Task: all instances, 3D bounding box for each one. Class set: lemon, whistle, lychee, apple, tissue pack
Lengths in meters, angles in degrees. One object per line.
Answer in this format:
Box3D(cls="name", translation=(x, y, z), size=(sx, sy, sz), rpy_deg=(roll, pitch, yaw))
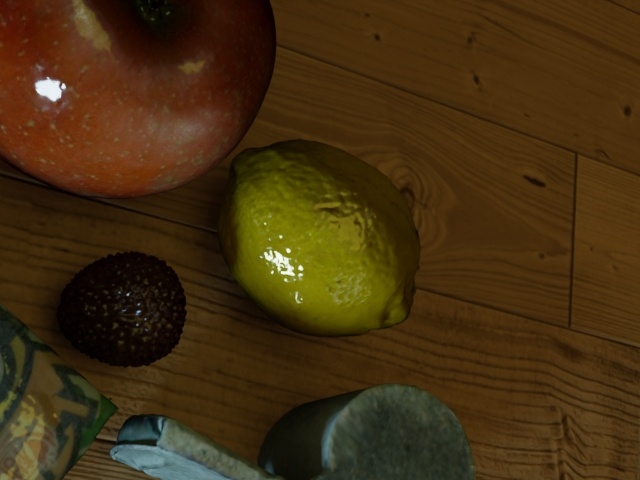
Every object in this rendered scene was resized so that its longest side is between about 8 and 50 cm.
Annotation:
Box3D(cls="lemon", translation=(0.000, 0.000, 1.474), size=(0.260, 0.204, 0.204), rpy_deg=(42, 59, -9))
Box3D(cls="whistle", translation=(-0.017, 0.259, 1.420), size=(0.404, 0.168, 0.188), rpy_deg=(-2, 79, -29))
Box3D(cls="lychee", translation=(-0.201, 0.073, 1.368), size=(0.129, 0.123, 0.123), rpy_deg=(-19, 90, -24))
Box3D(cls="apple", translation=(-0.208, -0.208, 1.333), size=(0.348, 0.277, 0.349), rpy_deg=(9, 74, -31))
Box3D(cls="tissue pack", translation=(-0.373, 0.141, 1.231), size=(0.311, 0.128, 0.228), rpy_deg=(45, 60, -16))
